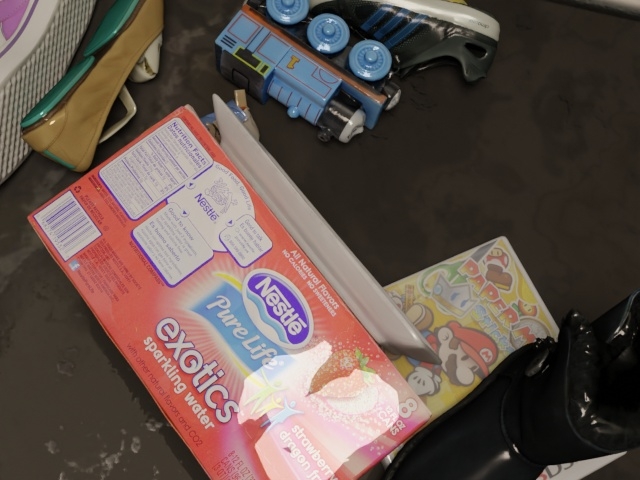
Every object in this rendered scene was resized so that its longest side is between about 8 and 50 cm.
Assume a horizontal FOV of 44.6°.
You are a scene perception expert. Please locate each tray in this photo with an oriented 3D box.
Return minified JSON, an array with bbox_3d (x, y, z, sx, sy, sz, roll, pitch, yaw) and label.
[{"bbox_3d":[0.000,0.000,0.658,0.030,0.145,0.270,-40,70,1],"label":"tray"}]

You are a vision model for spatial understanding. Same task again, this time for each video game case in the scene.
[{"bbox_3d":[0.134,0.131,0.703,0.206,0.026,0.227,-22,74,-17],"label":"video game case"}]

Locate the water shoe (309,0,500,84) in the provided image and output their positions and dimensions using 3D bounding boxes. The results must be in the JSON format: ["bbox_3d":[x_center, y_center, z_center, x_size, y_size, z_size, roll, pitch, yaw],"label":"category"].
[{"bbox_3d":[0.077,-0.209,0.798,0.203,0.073,0.080,13,97,14],"label":"water shoe"}]

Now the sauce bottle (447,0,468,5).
[{"bbox_3d":[0.124,-0.264,0.845,0.042,0.042,0.128,-34,79,-19],"label":"sauce bottle"}]

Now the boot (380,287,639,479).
[{"bbox_3d":[0.146,0.146,0.574,0.094,0.207,0.246,45,70,8],"label":"boot"}]

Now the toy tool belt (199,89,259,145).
[{"bbox_3d":[-0.100,-0.106,0.740,0.083,0.051,0.052,-35,45,-21],"label":"toy tool belt"}]

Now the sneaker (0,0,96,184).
[{"bbox_3d":[-0.326,-0.166,0.712,0.161,0.102,0.282,13,57,0],"label":"sneaker"}]

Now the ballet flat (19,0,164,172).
[{"bbox_3d":[-0.198,-0.159,0.742,0.073,0.080,0.232,46,54,-31],"label":"ballet flat"}]

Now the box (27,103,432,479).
[{"bbox_3d":[-0.067,0.066,0.619,0.154,0.142,0.300,-38,78,-7],"label":"box"}]

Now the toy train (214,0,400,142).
[{"bbox_3d":[-0.013,-0.169,0.771,0.184,0.080,0.105,35,77,3],"label":"toy train"}]
